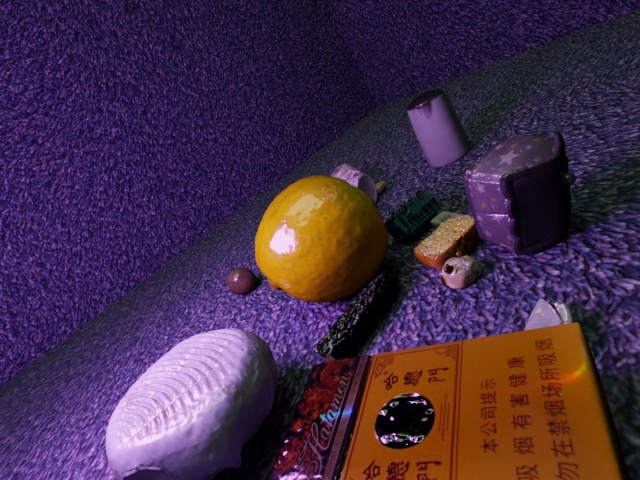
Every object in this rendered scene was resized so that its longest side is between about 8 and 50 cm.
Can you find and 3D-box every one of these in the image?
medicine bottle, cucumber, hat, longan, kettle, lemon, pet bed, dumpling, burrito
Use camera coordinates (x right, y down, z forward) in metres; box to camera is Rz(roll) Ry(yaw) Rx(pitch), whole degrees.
[{"bbox_3d":[0.053,-0.160,1.621,0.341,0.130,0.130,-11,28,43],"label":"medicine bottle"},{"bbox_3d":[0.095,0.156,0.905,0.072,0.072,0.300,-5,33,51],"label":"cucumber"},{"bbox_3d":[0.295,0.060,0.870,0.077,0.059,0.076,-31,24,-13],"label":"hat"},{"bbox_3d":[-0.271,0.143,1.435,0.119,0.106,0.106,3,-1,-35],"label":"longan"},{"bbox_3d":[0.438,-0.434,1.539,0.165,0.255,0.240,-22,21,30],"label":"kettle"},{"bbox_3d":[0.000,0.000,1.053,0.348,0.347,0.348,-27,20,11],"label":"lemon"},{"bbox_3d":[0.421,-0.091,0.825,0.183,0.210,0.159,-36,30,-16],"label":"pet bed"},{"bbox_3d":[0.118,-0.261,1.811,0.173,0.142,0.247,-2,-11,-42],"label":"dumpling"},{"bbox_3d":[0.353,0.136,0.625,0.074,0.044,0.118,-8,33,53],"label":"burrito"}]

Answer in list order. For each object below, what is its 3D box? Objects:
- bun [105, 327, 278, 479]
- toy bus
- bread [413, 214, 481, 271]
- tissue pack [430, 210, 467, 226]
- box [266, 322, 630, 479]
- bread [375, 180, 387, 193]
[{"bbox_3d":[-0.232,0.329,0.786,0.355,0.194,0.354,-25,19,9],"label":"bun"},{"bbox_3d":[0.261,-0.068,1.164,0.160,0.091,0.079,-39,-8,-21],"label":"toy bus"},{"bbox_3d":[0.311,0.002,0.973,0.187,0.065,0.103,-42,21,-24],"label":"bread"},{"bbox_3d":[0.350,-0.053,1.100,0.056,0.023,0.108,-35,20,-11],"label":"tissue pack"},{"bbox_3d":[0.138,0.266,0.524,0.416,0.115,0.264,-18,25,31],"label":"box"},{"bbox_3d":[0.219,-0.201,1.622,0.083,0.035,0.070,-21,21,43],"label":"bread"}]
